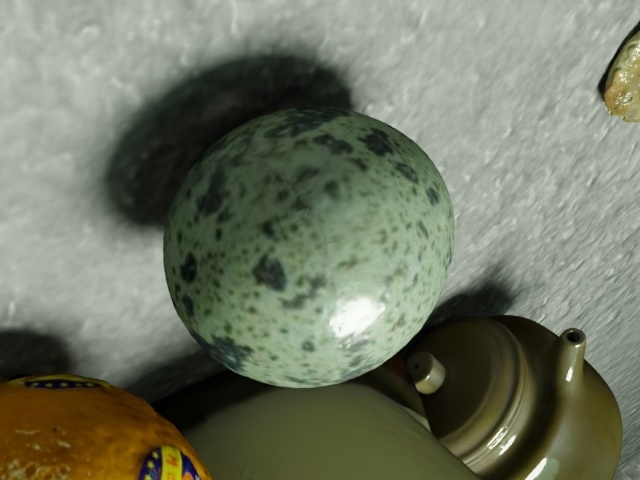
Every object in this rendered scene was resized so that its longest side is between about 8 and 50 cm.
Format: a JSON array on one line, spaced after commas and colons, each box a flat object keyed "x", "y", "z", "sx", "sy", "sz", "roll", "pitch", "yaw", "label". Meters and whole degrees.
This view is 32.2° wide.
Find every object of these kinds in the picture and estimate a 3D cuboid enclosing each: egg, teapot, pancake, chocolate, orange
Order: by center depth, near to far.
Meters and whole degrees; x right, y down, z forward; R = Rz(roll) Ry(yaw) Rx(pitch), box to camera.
[{"x": 0.000, "y": 0.000, "z": 0.541, "sx": 0.172, "sy": 0.132, "sz": 0.132, "roll": -26, "pitch": 156, "yaw": -55, "label": "egg"}, {"x": -0.137, "y": 0.155, "z": 0.572, "sx": 0.177, "sy": 0.155, "sz": 0.177, "roll": 1, "pitch": 143, "yaw": 1, "label": "orange"}, {"x": 0.026, "y": 0.267, "z": 0.727, "sx": 0.326, "sy": 0.297, "sz": 0.314, "roll": -21, "pitch": 120, "yaw": -36, "label": "chocolate"}, {"x": 0.261, "y": -0.140, "z": 0.785, "sx": 0.151, "sy": 0.025, "sz": 0.151, "roll": -32, "pitch": 156, "yaw": -16, "label": "pancake"}, {"x": 0.125, "y": 0.151, "z": 0.944, "sx": 0.267, "sy": 0.185, "sz": 0.175, "roll": -33, "pitch": 127, "yaw": 27, "label": "teapot"}]
